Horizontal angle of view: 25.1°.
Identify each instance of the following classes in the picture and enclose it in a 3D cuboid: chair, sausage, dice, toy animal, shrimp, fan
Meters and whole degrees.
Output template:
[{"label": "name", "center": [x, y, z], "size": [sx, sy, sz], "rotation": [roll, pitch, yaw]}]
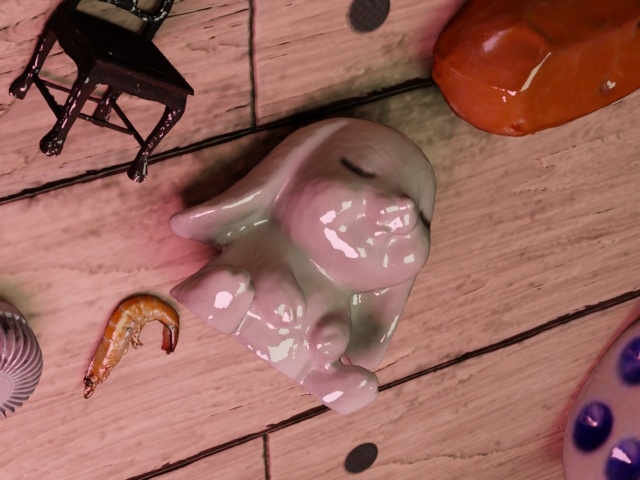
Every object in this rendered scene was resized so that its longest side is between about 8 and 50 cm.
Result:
[{"label": "chair", "center": [-0.160, -0.182, 1.227], "size": [0.106, 0.113, 0.229], "rotation": [16, 114, -42]}, {"label": "sausage", "center": [0.239, -0.197, 1.458], "size": [0.268, 0.141, 0.153], "rotation": [-24, 131, -18]}, {"label": "dice", "center": [0.518, 0.274, 1.889], "size": [0.304, 0.277, 0.304], "rotation": [20, 111, -39]}, {"label": "toy animal", "center": [0.000, 0.000, 1.418], "size": [0.271, 0.206, 0.265], "rotation": [36, 85, -24]}, {"label": "shrimp", "center": [-0.194, 0.114, 1.465], "size": [0.091, 0.025, 0.127], "rotation": [32, 97, -45]}, {"label": "fan", "center": [-0.367, 0.157, 1.353], "size": [0.244, 0.074, 0.130], "rotation": [-43, 146, 7]}]
